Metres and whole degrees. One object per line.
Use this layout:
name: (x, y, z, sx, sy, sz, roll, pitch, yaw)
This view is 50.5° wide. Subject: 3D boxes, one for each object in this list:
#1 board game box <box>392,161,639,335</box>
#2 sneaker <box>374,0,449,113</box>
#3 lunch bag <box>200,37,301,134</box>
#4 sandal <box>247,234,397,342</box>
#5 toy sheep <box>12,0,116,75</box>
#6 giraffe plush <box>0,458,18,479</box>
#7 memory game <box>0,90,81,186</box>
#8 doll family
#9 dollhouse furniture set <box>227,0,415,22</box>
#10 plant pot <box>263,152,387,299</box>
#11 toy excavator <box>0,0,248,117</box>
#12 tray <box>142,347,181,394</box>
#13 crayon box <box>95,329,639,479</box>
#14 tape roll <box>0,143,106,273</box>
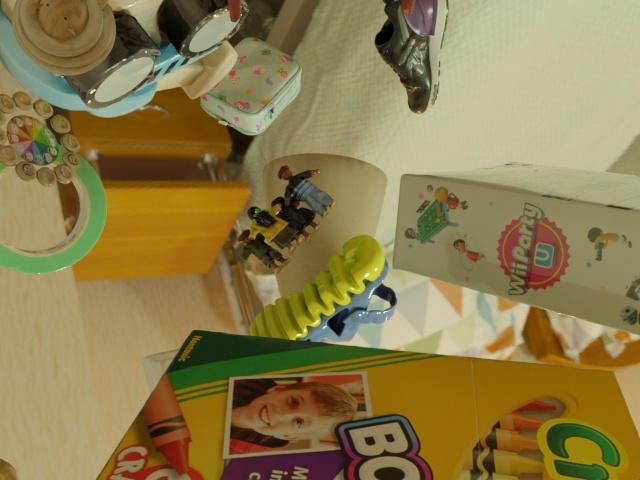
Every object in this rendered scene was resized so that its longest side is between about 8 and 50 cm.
board game box: (0.253, -0.004, 0.600, 0.224, 0.303, 0.097, -11, 110, -47)
sneaker: (0.161, -0.363, 1.297, 0.124, 0.107, 0.283, -7, 140, -3)
lunch bag: (-0.192, -0.426, 1.899, 0.279, 0.224, 0.108, -53, 169, -29)
sandal: (0.007, 0.135, 1.136, 0.317, 0.126, 0.138, -36, 123, 18)
toy sheep: (-0.217, -0.184, 0.580, 0.091, 0.091, 0.132, -12, 180, -17)
giraffe plush: (-0.393, 0.337, 0.797, 0.181, 0.170, 0.210, -35, -179, 34)
memory game: (-0.498, -0.178, 1.183, 0.012, 0.186, 0.186, -26, 154, 31)
doll family: (-0.063, -0.042, 1.133, 0.193, 0.111, 0.076, -46, 168, -25)
dollhouse furniture set: (-0.002, -0.430, 0.694, 0.202, 0.373, 0.152, -1, 166, -2)
plant pot: (0.000, 0.000, 1.363, 0.257, 0.273, 0.256, 4, 166, 1)
toy excavator: (-0.263, -0.294, 0.989, 0.433, 0.222, 0.445, -39, -178, -32)
tray: (-0.166, 0.266, 1.002, 0.145, 0.270, 0.030, -13, 146, -18)
crayon box: (0.024, 0.192, 0.361, 0.313, 0.363, 0.106, 3, 115, 9)
tape roll: (-0.690, -0.081, 1.648, 0.321, 0.321, 0.077, -2, -174, -33)
